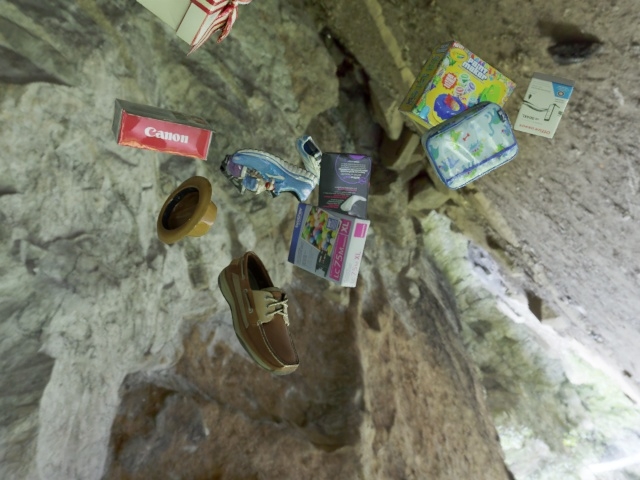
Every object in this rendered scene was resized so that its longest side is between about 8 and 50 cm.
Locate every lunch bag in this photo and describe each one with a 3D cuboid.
[{"bbox_3d":[0.394,-0.248,1.282,0.176,0.219,0.090,60,-170,-20],"label":"lunch bag"}]

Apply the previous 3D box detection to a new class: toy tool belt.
[{"bbox_3d":[-0.150,-0.134,1.124,0.083,0.052,0.051,17,-177,44],"label":"toy tool belt"}]

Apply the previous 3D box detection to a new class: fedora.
[{"bbox_3d":[-0.309,-0.062,1.172,0.079,0.194,0.194,36,-163,-42],"label":"fedora"}]

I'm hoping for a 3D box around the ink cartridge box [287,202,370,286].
[{"bbox_3d":[0.000,0.000,1.388,0.065,0.186,0.311,7,-172,-37],"label":"ink cartridge box"}]

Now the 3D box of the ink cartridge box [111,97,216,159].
[{"bbox_3d":[-0.552,-0.383,1.712,0.309,0.130,0.272,6,-159,-30],"label":"ink cartridge box"}]

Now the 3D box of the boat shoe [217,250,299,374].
[{"bbox_3d":[-0.140,0.158,1.150,0.122,0.120,0.324,11,-143,-52],"label":"boat shoe"}]

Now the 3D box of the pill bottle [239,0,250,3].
[{"bbox_3d":[-0.211,-0.832,1.450,0.124,0.221,0.124,19,-127,-27],"label":"pill bottle"}]

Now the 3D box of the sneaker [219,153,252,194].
[{"bbox_3d":[-0.351,-0.286,2.027,0.124,0.107,0.283,21,162,-3],"label":"sneaker"}]

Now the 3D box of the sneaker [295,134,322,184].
[{"bbox_3d":[-0.018,-0.310,1.937,0.086,0.085,0.237,4,132,58],"label":"sneaker"}]

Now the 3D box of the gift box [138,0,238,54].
[{"bbox_3d":[-0.301,-0.619,1.147,0.258,0.255,0.276,35,-140,-13],"label":"gift box"}]

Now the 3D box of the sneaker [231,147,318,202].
[{"bbox_3d":[-0.181,-0.237,1.815,0.330,0.147,0.130,23,180,-10],"label":"sneaker"}]

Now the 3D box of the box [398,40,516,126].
[{"bbox_3d":[0.497,-0.530,1.805,0.290,0.279,0.177,27,-168,-16],"label":"box"}]

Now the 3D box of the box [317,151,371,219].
[{"bbox_3d":[0.075,-0.156,1.635,0.143,0.165,0.270,-86,1,-78],"label":"box"}]

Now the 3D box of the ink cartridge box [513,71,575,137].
[{"bbox_3d":[0.827,-0.501,1.812,0.148,0.203,0.086,19,-140,17],"label":"ink cartridge box"}]
